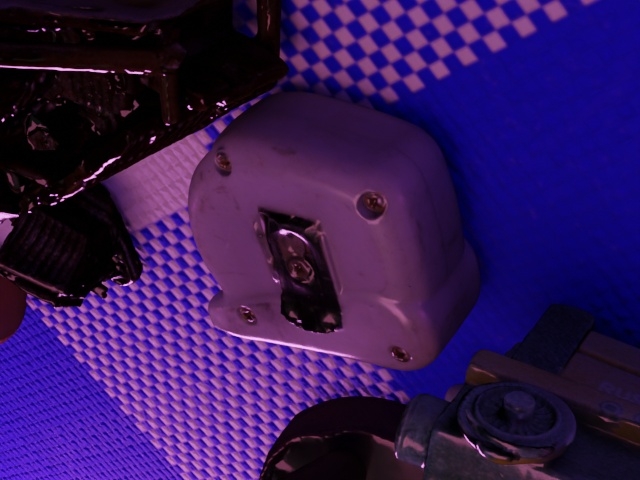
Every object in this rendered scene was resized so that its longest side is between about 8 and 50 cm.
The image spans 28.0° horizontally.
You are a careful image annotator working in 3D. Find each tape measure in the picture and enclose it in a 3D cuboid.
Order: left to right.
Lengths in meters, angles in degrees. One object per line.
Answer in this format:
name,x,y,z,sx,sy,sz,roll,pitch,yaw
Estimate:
tape measure,0.000,0.000,1.150,0.258,0.130,0.265,11,134,36

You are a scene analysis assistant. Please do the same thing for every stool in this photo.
stool,0.038,0.316,1.336,0.272,0.178,0.272,9,115,20

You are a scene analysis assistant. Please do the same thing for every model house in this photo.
model house,-0.309,-0.005,1.375,0.203,0.164,0.141,32,137,13
model house,-0.223,-0.128,1.090,0.297,0.317,0.282,38,141,24

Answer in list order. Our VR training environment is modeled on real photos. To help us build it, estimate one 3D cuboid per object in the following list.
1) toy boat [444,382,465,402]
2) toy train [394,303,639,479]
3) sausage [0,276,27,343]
toy boat,0.223,0.267,1.148,0.330,0.215,0.123,35,165,11
toy train,0.265,0.187,1.006,0.397,0.253,0.160,19,122,21
sausage,-0.491,0.099,1.663,0.304,0.121,0.121,-17,116,47
